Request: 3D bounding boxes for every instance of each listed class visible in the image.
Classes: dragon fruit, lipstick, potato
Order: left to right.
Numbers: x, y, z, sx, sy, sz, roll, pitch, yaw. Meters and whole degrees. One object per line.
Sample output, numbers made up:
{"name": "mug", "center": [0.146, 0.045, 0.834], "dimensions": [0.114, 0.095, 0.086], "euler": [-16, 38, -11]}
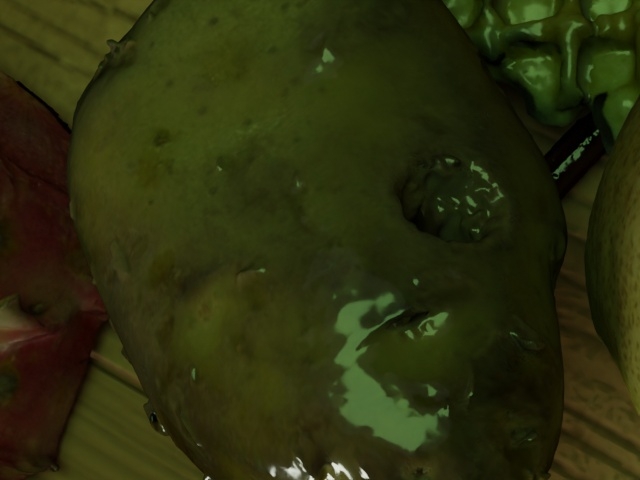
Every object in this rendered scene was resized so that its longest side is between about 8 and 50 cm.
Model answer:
{"name": "dragon fruit", "center": [-0.197, -0.019, 0.777], "dimensions": [0.161, 0.126, 0.274], "euler": [-37, 74, 8]}
{"name": "potato", "center": [0.000, 0.000, 0.691], "dimensions": [0.192, 0.141, 0.296], "euler": [-32, 54, 11]}
{"name": "lipstick", "center": [0.067, 0.010, 0.749], "dimensions": [0.027, 0.027, 0.176], "euler": [44, 93, 18]}

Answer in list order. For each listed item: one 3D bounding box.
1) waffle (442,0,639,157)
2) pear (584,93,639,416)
{"name": "waffle", "center": [0.128, -0.159, 0.726], "dimensions": [0.204, 0.054, 0.223], "euler": [44, 100, 17]}
{"name": "pear", "center": [0.216, 0.002, 0.608], "dimensions": [0.228, 0.188, 0.211], "euler": [30, 123, 10]}
